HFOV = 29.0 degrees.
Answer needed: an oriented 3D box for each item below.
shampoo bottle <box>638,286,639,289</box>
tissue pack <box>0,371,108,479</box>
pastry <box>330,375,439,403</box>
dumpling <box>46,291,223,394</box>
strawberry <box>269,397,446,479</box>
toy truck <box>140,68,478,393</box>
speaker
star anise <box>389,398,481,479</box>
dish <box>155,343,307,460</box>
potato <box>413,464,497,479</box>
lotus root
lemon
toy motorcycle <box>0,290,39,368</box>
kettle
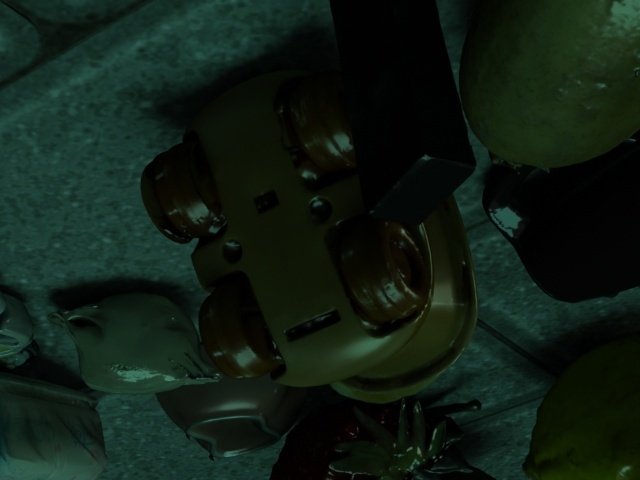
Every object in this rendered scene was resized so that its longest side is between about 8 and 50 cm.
[{"bbox_3d":[0.505,0.032,1.330,0.350,0.151,0.222,17,143,-36],"label":"shampoo bottle"},{"bbox_3d":[-0.393,0.230,1.425,0.202,0.124,0.271,-10,165,16],"label":"tissue pack"},{"bbox_3d":[0.072,0.126,1.451,0.157,0.092,0.156,-8,143,-6],"label":"pastry"},{"bbox_3d":[-0.201,0.118,1.354,0.199,0.118,0.136,23,161,0],"label":"dumpling"},{"bbox_3d":[-0.009,0.288,1.553,0.306,0.233,0.137,-24,107,47],"label":"strawberry"},{"bbox_3d":[0.000,0.000,1.062,0.204,0.288,0.212,-25,171,24],"label":"toy truck"},{"bbox_3d":[0.054,-0.125,0.889,0.044,0.218,0.082,7,148,-27],"label":"speaker"},{"bbox_3d":[0.120,0.272,1.703,0.231,0.089,0.209,-15,134,12],"label":"star anise"},{"bbox_3d":[-0.112,0.208,1.539,0.213,0.090,0.213,-7,150,-4],"label":"dish"},{"bbox_3d":[0.151,0.444,1.862,0.218,0.202,0.351,-3,166,-35],"label":"potato"},{"bbox_3d":[0.198,-0.148,0.951,0.169,0.151,0.342,1,146,-15],"label":"lotus root"},{"bbox_3d":[0.416,0.246,1.576,0.322,0.268,0.268,-4,149,-8],"label":"lemon"},{"bbox_3d":[-0.387,0.090,1.290,0.229,0.074,0.151,13,143,-34],"label":"toy motorcycle"},{"bbox_3d":[0.282,-0.034,1.190,0.202,0.144,0.232,33,136,-22],"label":"kettle"}]
